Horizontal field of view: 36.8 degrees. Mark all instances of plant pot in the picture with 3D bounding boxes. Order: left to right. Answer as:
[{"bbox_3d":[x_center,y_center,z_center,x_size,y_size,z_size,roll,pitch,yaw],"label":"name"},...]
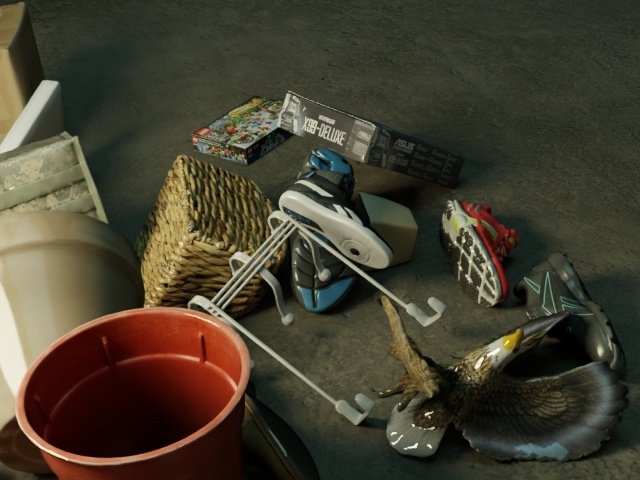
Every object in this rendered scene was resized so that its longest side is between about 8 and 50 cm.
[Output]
[{"bbox_3d":[-0.391,0.163,1.377,0.323,0.323,0.280,-14,49,-13],"label":"plant pot"},{"bbox_3d":[-0.207,0.268,1.188,0.273,0.265,0.272,-3,33,2],"label":"plant pot"},{"bbox_3d":[0.116,-0.013,1.736,0.096,0.109,0.109,3,31,-12],"label":"plant pot"}]

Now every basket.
[{"bbox_3d":[-0.198,0.027,1.720,0.214,0.223,0.299,20,25,-23],"label":"basket"}]

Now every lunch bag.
[{"bbox_3d":[-0.488,-0.013,1.648,0.235,0.286,0.169,-22,19,-18],"label":"lunch bag"}]

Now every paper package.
[{"bbox_3d":[-0.706,-0.320,2.114,0.168,0.324,0.309,-7,33,-3],"label":"paper package"}]

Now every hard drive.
[{"bbox_3d":[-0.570,-0.138,1.894,0.047,0.233,0.353,5,33,-1],"label":"hard drive"}]

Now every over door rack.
[{"bbox_3d":[-0.008,0.122,1.488,0.324,0.108,0.239,31,54,14],"label":"over door rack"}]

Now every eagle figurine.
[{"bbox_3d":[0.246,0.192,1.344,0.298,0.226,0.225,9,-13,-27],"label":"eagle figurine"}]

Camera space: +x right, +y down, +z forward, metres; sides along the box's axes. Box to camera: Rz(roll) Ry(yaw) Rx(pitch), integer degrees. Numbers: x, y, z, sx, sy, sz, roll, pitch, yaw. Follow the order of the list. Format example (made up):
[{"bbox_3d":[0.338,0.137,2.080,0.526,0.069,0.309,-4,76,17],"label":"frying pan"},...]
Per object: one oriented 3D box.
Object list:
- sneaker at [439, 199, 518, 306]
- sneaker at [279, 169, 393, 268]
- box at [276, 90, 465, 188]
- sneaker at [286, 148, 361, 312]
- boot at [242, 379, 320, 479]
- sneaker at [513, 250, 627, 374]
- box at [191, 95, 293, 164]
[{"bbox_3d":[0.293,0.009,1.677,0.119,0.107,0.279,0,34,-9],"label":"sneaker"},{"bbox_3d":[0.049,-0.051,1.640,0.217,0.079,0.121,32,52,6],"label":"sneaker"},{"bbox_3d":[0.102,-0.195,1.900,0.242,0.076,0.308,27,11,41],"label":"box"},{"bbox_3d":[0.000,0.000,1.726,0.125,0.139,0.340,16,50,-13],"label":"sneaker"},{"bbox_3d":[-0.113,0.272,1.353,0.115,0.112,0.305,-45,47,-6],"label":"boot"},{"bbox_3d":[0.390,0.128,1.506,0.106,0.101,0.267,-28,34,6],"label":"sneaker"},{"bbox_3d":[-0.158,-0.256,2.197,0.159,0.044,0.233,18,39,31],"label":"box"}]
